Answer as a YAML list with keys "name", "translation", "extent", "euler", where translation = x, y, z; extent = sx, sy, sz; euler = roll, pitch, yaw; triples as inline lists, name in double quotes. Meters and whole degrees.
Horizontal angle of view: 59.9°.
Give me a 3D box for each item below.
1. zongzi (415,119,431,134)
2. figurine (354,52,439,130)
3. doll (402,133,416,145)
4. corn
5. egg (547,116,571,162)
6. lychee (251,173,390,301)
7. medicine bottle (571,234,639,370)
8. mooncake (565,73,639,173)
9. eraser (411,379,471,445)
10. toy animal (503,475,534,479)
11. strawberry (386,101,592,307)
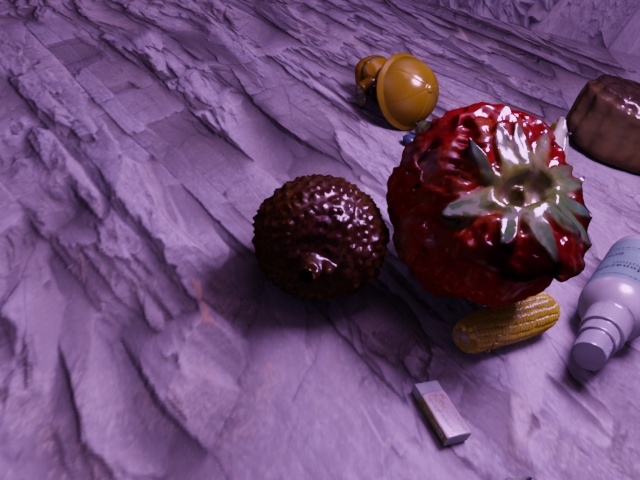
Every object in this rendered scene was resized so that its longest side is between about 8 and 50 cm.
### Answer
- name: "zongzi"
  translation: [0.301, -0.258, 1.377]
  extent: [0.119, 0.055, 0.109]
  euler: [9, 18, -42]
- name: "figurine"
  translation: [0.187, -0.398, 1.421]
  extent: [0.192, 0.167, 0.257]
  euler: [-25, 48, -25]
- name: "doll"
  translation: [0.254, -0.222, 1.325]
  extent: [0.125, 0.027, 0.037]
  euler: [26, 37, 10]
- name: "corn"
  translation: [0.283, 0.122, 0.833]
  extent: [0.206, 0.067, 0.067]
  euler: [-12, 44, -31]
- name: "egg"
  translation: [0.373, -0.135, 1.140]
  extent: [0.271, 0.162, 0.206]
  euler: [-6, 64, 25]
- name: "lychee"
  translation: [0.000, 0.000, 0.795]
  extent: [0.200, 0.200, 0.238]
  euler: [15, 29, 0]
- name: "medicine bottle"
  translation: [0.482, 0.099, 0.898]
  extent: [0.110, 0.110, 0.352]
  euler: [33, 39, 24]
- name: "mooncake"
  translation: [0.866, -0.332, 1.563]
  extent: [0.324, 0.187, 0.324]
  euler: [12, 35, -9]
- name: "eraser"
  translation: [0.150, 0.215, 0.699]
  extent: [0.038, 0.019, 0.083]
  euler: [-5, 40, -24]
- name: "toy animal"
  translation: [0.194, 0.336, 0.498]
  extent: [0.170, 0.089, 0.255]
  euler: [-4, 37, -19]
- name: "strawberry"
  translation: [0.220, -0.037, 0.832]
  extent: [0.292, 0.310, 0.291]
  euler: [11, 67, -25]
